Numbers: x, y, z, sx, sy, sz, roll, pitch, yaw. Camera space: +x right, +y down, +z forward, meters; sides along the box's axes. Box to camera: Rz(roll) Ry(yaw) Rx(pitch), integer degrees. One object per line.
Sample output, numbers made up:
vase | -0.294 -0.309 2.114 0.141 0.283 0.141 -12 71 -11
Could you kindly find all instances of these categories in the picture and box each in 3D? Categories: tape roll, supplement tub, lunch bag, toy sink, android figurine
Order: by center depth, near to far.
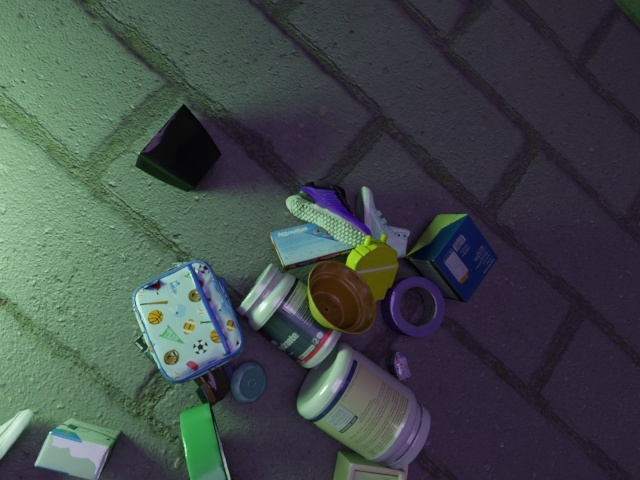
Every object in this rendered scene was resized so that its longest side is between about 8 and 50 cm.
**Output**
tape roll | -0.269 0.571 1.118 0.077 0.321 0.322 -15 85 -16
lunch bag | -0.344 0.206 1.208 0.243 0.115 0.303 -25 75 -13
supplement tub | 0.122 0.468 1.286 0.324 0.235 0.235 37 74 -7
supplement tub | -0.084 0.214 1.294 0.272 0.191 0.191 38 74 -6
toy sink | 0.163 0.720 1.310 0.234 0.131 0.153 15 78 -13
android figurine | 0.138 0.106 1.358 0.248 0.056 0.273 -8 121 -35
lunch bag | 0.239 0.386 1.416 0.053 0.071 0.083 -13 87 -13
tape roll | 0.295 0.212 1.454 0.188 0.080 0.189 3 81 -16

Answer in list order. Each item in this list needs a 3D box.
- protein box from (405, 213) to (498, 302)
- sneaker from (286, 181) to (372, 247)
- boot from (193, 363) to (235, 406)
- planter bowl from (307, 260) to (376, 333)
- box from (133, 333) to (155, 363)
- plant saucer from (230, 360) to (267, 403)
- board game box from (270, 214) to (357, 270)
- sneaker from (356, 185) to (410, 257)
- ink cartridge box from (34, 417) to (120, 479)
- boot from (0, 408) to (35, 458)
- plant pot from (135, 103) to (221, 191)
protein box | 0.424 0.054 1.457 0.200 0.136 0.201 -49 113 -17
sneaker | 0.050 -0.099 1.388 0.293 0.102 0.146 30 59 18
boot | -0.322 0.349 1.284 0.106 0.082 0.219 -22 83 -39
planter bowl | 0.037 0.168 1.212 0.217 0.090 0.217 23 44 -24
box | -0.466 0.290 1.262 0.067 0.018 0.083 -41 93 -4
plant saucer | -0.199 0.408 1.296 0.119 0.021 0.120 5 82 -39
board game box | 0.000 0.000 1.397 0.281 0.027 0.145 -14 50 -16
sneaker | 0.204 -0.055 1.463 0.151 0.094 0.256 -10 94 -10
ink cartridge box | -0.585 0.508 1.112 0.139 0.190 0.082 21 75 -11
boot | -0.832 0.501 1.096 0.123 0.095 0.258 40 75 -13
plant pot | -0.396 -0.244 1.296 0.167 0.188 0.187 39 73 -18
